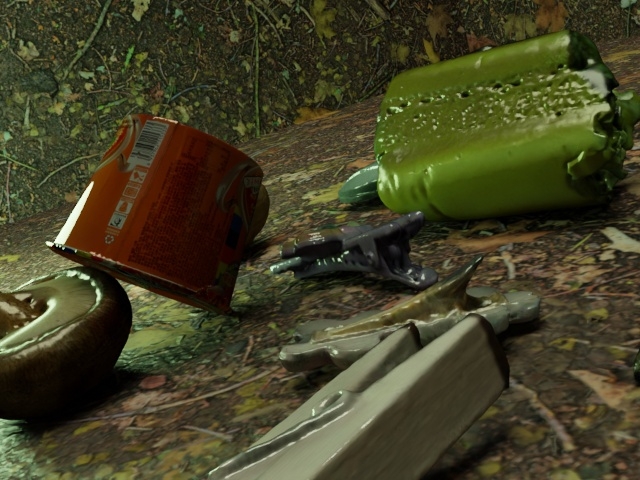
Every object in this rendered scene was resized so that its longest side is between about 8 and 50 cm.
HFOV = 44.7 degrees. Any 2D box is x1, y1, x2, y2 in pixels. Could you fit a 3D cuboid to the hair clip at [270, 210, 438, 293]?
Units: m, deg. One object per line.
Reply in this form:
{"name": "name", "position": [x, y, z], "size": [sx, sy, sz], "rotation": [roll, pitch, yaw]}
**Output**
{"name": "hair clip", "position": [0.044, 0.010, 1.026], "size": [0.137, 0.090, 0.278], "rotation": [-16, 12, -40]}

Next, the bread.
{"name": "bread", "position": [0.259, -0.148, 1.124], "size": [0.376, 0.251, 0.208], "rotation": [-6, -26, 36]}

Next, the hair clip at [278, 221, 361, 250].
{"name": "hair clip", "position": [0.001, 0.001, 1.231], "size": [0.137, 0.022, 0.054], "rotation": [-19, 16, -15]}

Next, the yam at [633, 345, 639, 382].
{"name": "yam", "position": [0.285, 0.078, 0.647], "size": [0.033, 0.027, 0.129], "rotation": [-7, 18, 34]}

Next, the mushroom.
{"name": "mushroom", "position": [-0.314, 0.125, 0.917], "size": [0.194, 0.138, 0.231], "rotation": [-1, 27, 4]}

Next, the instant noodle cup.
{"name": "instant noodle cup", "position": [-0.196, -0.034, 1.001], "size": [0.250, 0.192, 0.250], "rotation": [19, -10, 4]}

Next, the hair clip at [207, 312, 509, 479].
{"name": "hair clip", "position": [0.001, 0.161, 0.522], "size": [0.101, 0.085, 0.331], "rotation": [-2, 26, 48]}

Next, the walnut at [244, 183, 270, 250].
{"name": "walnut", "position": [-0.176, -0.046, 1.320], "size": [0.167, 0.167, 0.207], "rotation": [-8, 18, 28]}

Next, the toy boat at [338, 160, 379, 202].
{"name": "toy boat", "position": [0.171, -0.120, 1.388], "size": [0.319, 0.092, 0.141], "rotation": [-16, 13, 27]}

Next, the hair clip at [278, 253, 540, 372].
{"name": "hair clip", "position": [0.086, 0.080, 0.774], "size": [0.257, 0.075, 0.146], "rotation": [-20, 12, 7]}
